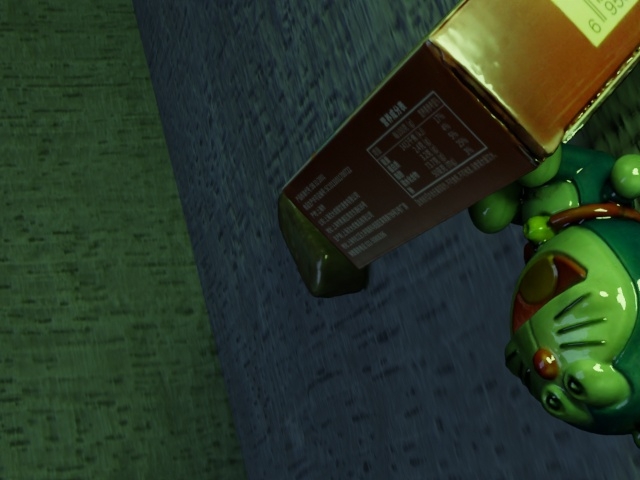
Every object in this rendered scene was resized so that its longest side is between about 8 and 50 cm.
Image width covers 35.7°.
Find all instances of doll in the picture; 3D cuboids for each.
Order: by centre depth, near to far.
[{"bbox_3d":[0.264,0.043,0.940,0.198,0.186,0.322,128,139,-58],"label":"doll"}]

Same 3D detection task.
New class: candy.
[{"bbox_3d":[0.000,0.000,1.792,0.234,0.104,0.102,-120,33,-44],"label":"candy"}]

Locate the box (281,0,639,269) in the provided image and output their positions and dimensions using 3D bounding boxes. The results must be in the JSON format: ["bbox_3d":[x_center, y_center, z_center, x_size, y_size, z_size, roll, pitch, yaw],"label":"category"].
[{"bbox_3d":[0.163,-0.165,0.886,0.122,0.344,0.385,45,159,-4],"label":"box"}]
